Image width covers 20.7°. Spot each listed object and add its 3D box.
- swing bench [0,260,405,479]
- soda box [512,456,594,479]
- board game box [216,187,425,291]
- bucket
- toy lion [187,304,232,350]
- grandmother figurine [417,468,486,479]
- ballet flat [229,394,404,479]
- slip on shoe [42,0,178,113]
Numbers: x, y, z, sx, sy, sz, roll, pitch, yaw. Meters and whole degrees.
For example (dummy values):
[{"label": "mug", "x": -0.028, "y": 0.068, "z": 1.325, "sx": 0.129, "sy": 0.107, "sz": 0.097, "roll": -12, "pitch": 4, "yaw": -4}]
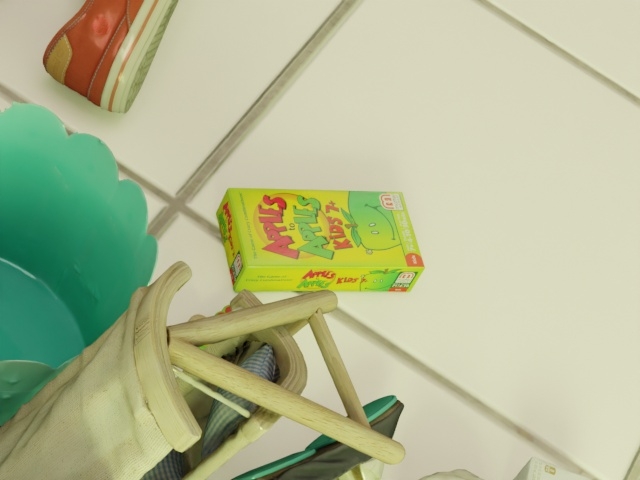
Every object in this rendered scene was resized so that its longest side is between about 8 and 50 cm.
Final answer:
[{"label": "swing bench", "x": -0.124, "y": 0.153, "z": 1.297, "sx": 0.255, "sy": 0.253, "sz": 0.165, "roll": 14, "pitch": 43, "yaw": -50}, {"label": "soda box", "x": 0.181, "y": 0.297, "z": 1.490, "sx": 0.069, "sy": 0.074, "sz": 0.216, "roll": 21, "pitch": 49, "yaw": -7}, {"label": "board game box", "x": 0.000, "y": 0.000, "z": 1.663, "sx": 0.181, "sy": 0.043, "sz": 0.092, "roll": 1, "pitch": 54, "yaw": -23}, {"label": "bucket", "x": -0.279, "y": 0.037, "z": 1.413, "sx": 0.281, "sy": 0.183, "sz": 0.281, "roll": 13, "pitch": 47, "yaw": -15}, {"label": "toy lion", "x": -0.074, "y": 0.102, "z": 1.564, "sx": 0.096, "sy": 0.034, "sz": 0.100, "roll": -1, "pitch": 55, "yaw": -33}, {"label": "grandmother figurine", "x": 0.055, "y": 0.309, "z": 1.413, "sx": 0.208, "sy": 0.104, "sz": 0.342, "roll": 26, "pitch": 45, "yaw": 14}, {"label": "ballet flat", "x": 0.005, "y": 0.199, "z": 1.502, "sx": 0.203, "sy": 0.074, "sz": 0.074, "roll": -24, "pitch": 67, "yaw": -42}, {"label": "slip on shoe", "x": -0.185, "y": -0.268, "z": 1.750, "sx": 0.101, "sy": 0.123, "sz": 0.331, "roll": 21, "pitch": 53, "yaw": -2}]
